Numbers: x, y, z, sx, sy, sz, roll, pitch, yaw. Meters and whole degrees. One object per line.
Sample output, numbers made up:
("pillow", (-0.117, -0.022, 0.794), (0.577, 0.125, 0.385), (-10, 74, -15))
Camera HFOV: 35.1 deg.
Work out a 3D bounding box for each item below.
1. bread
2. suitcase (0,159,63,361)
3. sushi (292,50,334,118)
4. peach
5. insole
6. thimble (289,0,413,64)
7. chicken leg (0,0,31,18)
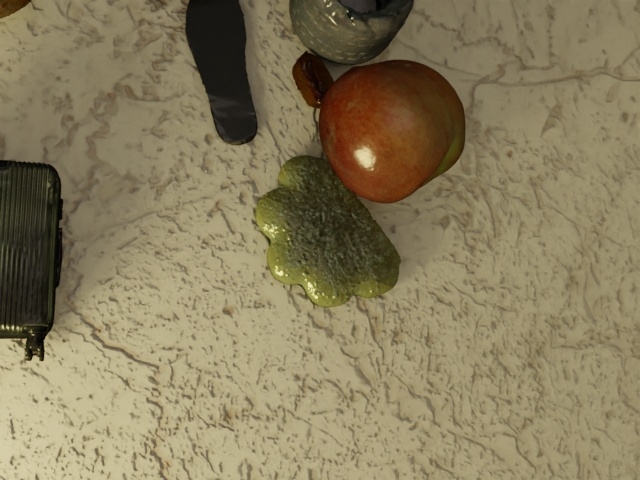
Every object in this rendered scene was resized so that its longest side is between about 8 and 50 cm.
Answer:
("bread", (0.000, 0.000, 1.726), (0.207, 0.056, 0.286), (-40, 89, -19))
("suitcase", (-0.503, 0.026, 1.560), (0.202, 0.128, 0.312), (3, 77, -13))
("sushi", (-0.012, -0.274, 1.777), (0.052, 0.055, 0.120), (-28, 80, -28))
("peach", (0.116, -0.189, 1.698), (0.253, 0.252, 0.252), (3, 78, -13))
("insole", (-0.169, -0.316, 1.769), (0.110, 0.012, 0.309), (-13, 82, -16))
("thimble", (0.066, -0.435, 1.761), (0.205, 0.172, 0.236), (40, 67, -6))
("chicken leg", (-0.540, -0.462, 1.651), (0.177, 0.083, 0.322), (3, 79, -32))
